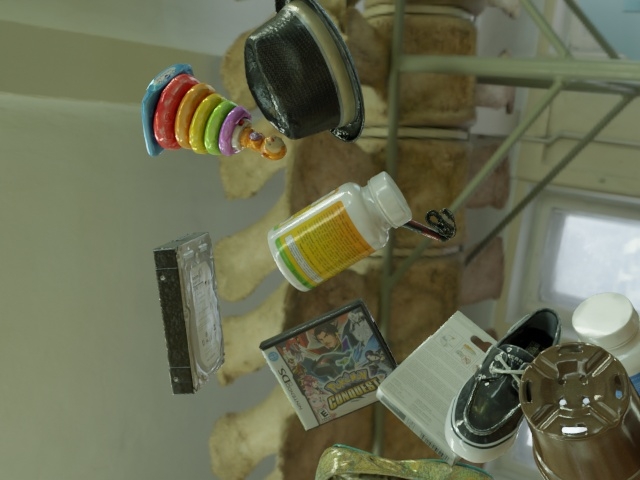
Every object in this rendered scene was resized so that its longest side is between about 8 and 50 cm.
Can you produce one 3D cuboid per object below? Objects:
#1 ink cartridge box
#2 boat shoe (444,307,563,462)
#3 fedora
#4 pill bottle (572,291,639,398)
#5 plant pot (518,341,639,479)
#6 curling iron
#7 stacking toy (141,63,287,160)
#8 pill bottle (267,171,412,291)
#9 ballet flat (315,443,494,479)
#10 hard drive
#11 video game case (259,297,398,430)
[{"bbox_3d":[0.249,0.270,1.408,0.232,0.189,0.066,-37,-25,-30],"label":"ink cartridge box"},{"bbox_3d":[0.287,0.205,1.142,0.301,0.108,0.102,-36,-35,-40],"label":"boat shoe"},{"bbox_3d":[-0.051,-0.317,1.481,0.152,0.334,0.334,-31,-49,-14],"label":"fedora"},{"bbox_3d":[0.474,0.188,1.174,0.221,0.124,0.124,53,-125,-29],"label":"pill bottle"},{"bbox_3d":[0.323,0.214,0.922,0.167,0.167,0.165,-61,-41,-24],"label":"plant pot"},{"bbox_3d":[0.153,-0.062,1.559,0.035,0.274,0.068,11,-83,-71],"label":"curling iron"},{"bbox_3d":[-0.204,-0.230,1.553,0.175,0.302,0.165,-53,-21,-39],"label":"stacking toy"},{"bbox_3d":[0.038,-0.021,1.389,0.136,0.246,0.136,53,-164,-23],"label":"pill bottle"},{"bbox_3d":[0.147,0.464,1.405,0.123,0.349,0.123,-11,-78,-63],"label":"ballet flat"},{"bbox_3d":[-0.300,0.162,1.781,0.237,0.064,0.338,-40,-56,-77],"label":"hard drive"},{"bbox_3d":[0.031,0.298,1.801,0.248,0.275,0.035,62,-168,-12],"label":"video game case"}]
